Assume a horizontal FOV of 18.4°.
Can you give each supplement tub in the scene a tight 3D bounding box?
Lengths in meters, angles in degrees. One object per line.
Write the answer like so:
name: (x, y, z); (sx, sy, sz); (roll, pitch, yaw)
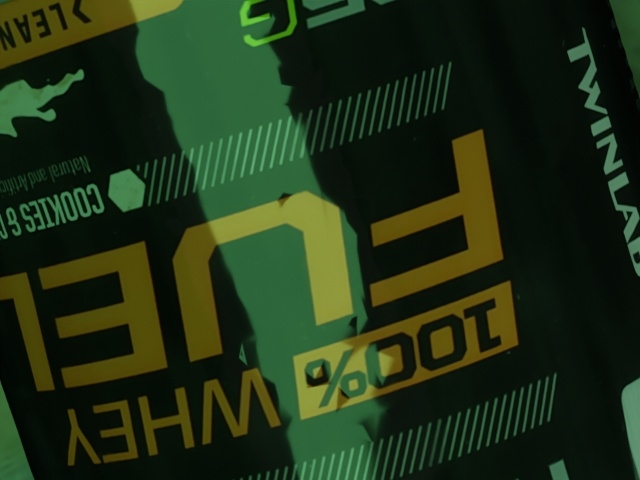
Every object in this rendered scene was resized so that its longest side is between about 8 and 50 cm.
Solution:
supplement tub: (0.000, 0.000, 0.550); (0.193, 0.193, 0.316); (-18, 96, 14)
